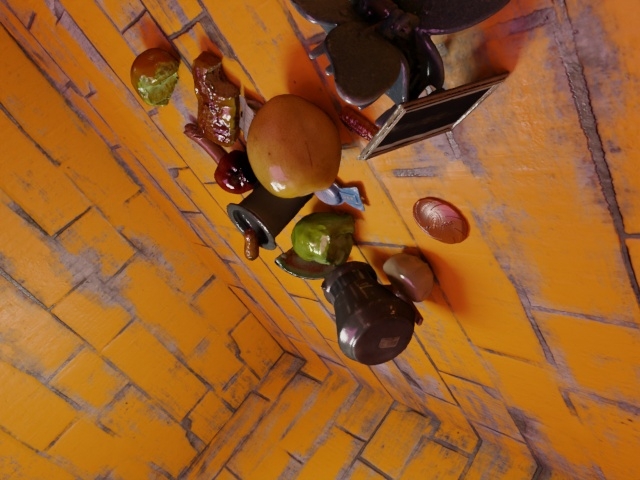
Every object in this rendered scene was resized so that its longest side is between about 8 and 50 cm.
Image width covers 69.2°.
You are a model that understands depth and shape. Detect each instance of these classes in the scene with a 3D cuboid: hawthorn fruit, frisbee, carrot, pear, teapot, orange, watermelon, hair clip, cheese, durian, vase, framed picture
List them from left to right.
[{"bbox_3d":[-0.647,-0.640,1.797,0.158,0.179,0.237,40,157,-3],"label":"orange"},{"bbox_3d":[-0.360,-0.288,1.971,0.189,0.189,0.251,51,161,-20],"label":"hawthorn fruit"},{"bbox_3d":[-0.263,0.015,1.775,0.060,0.060,0.186,35,148,15],"label":"carrot"},{"bbox_3d":[-0.184,-0.143,1.807,0.245,0.291,0.245,31,153,18],"label":"vase"},{"bbox_3d":[-0.080,-0.283,1.430,0.314,0.314,0.314,33,154,19],"label":"pear"},{"bbox_3d":[-0.035,0.070,2.067,0.290,0.213,0.320,20,-168,32],"label":"watermelon"},{"bbox_3d":[0.000,0.000,1.867,0.340,0.204,0.255,10,138,37],"label":"durian"},{"bbox_3d":[0.054,-0.174,1.698,0.245,0.052,0.135,19,150,38],"label":"cheese"},{"bbox_3d":[0.204,0.265,1.804,0.361,0.376,0.305,-119,37,-49],"label":"teapot"},{"bbox_3d":[0.121,-0.413,0.950,0.318,0.392,0.238,49,171,15],"label":"hair clip"},{"bbox_3d":[0.241,-0.265,1.017,0.018,0.293,0.231,65,157,9],"label":"framed picture"},{"bbox_3d":[0.370,-0.053,1.462,0.192,0.035,0.192,32,153,19],"label":"frisbee"}]

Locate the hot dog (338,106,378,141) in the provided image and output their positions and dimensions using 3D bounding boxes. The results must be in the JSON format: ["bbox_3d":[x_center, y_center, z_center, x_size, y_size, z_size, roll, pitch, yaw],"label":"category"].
[{"bbox_3d":[0.113,-0.337,1.365,0.144,0.038,0.062,39,155,4],"label":"hot dog"}]

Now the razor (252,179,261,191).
[{"bbox_3d":[-0.232,-0.210,1.945,0.054,0.090,0.148,21,-179,13],"label":"razor"}]

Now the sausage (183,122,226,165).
[{"bbox_3d":[-0.486,-0.406,2.072,0.304,0.078,0.078,45,155,-13],"label":"sausage"}]

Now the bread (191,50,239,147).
[{"bbox_3d":[-0.382,-0.506,1.723,0.185,0.109,0.380,37,153,11],"label":"bread"}]

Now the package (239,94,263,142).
[{"bbox_3d":[-0.204,-0.396,1.702,0.251,0.062,0.204,36,155,5],"label":"package"}]

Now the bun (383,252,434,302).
[{"bbox_3d":[0.330,0.124,1.705,0.193,0.128,0.178,33,158,45],"label":"bun"}]
